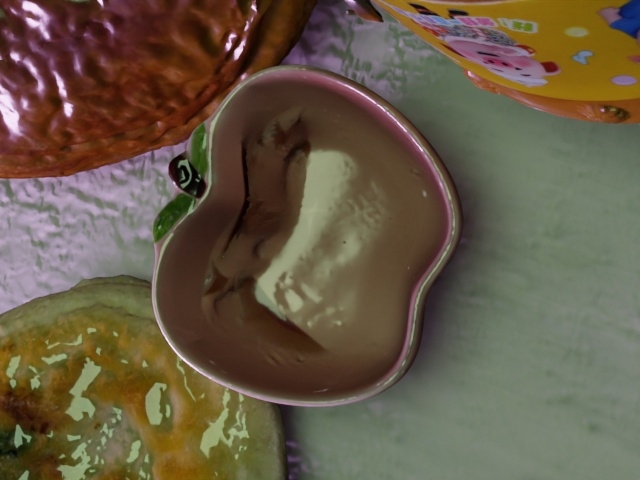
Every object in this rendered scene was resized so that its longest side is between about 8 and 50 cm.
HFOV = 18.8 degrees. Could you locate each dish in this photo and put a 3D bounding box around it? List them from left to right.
[{"bbox_3d":[0.000,0.000,1.221,0.213,0.090,0.213,-1,87,23],"label":"dish"}]

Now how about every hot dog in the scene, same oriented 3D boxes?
[{"bbox_3d":[-0.160,-0.189,1.268,0.387,0.174,0.267,-24,74,31],"label":"hot dog"}]

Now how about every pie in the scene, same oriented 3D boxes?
[{"bbox_3d":[-0.165,0.180,1.291,0.337,0.075,0.338,-2,85,25],"label":"pie"}]

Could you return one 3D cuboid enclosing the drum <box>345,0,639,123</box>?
[{"bbox_3d":[0.156,-0.285,1.041,0.431,0.214,0.431,-14,64,31],"label":"drum"}]
